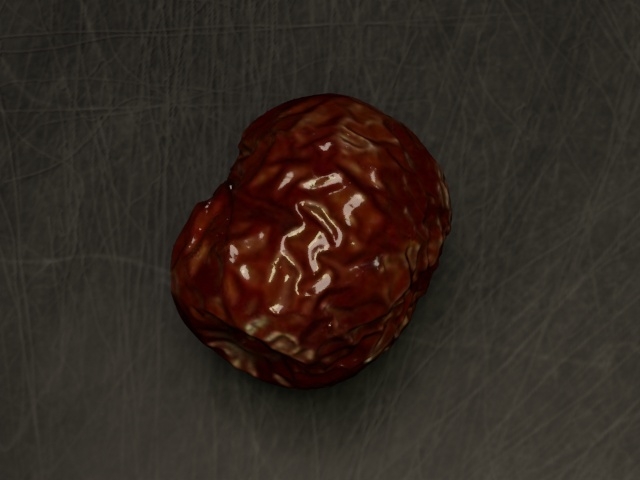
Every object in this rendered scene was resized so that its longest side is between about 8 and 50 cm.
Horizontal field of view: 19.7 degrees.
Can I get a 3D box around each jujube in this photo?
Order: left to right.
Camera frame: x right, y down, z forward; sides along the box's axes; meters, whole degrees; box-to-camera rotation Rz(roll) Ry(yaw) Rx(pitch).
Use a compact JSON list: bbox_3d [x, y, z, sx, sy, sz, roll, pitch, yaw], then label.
[{"bbox_3d":[0.000,0.000,1.483,0.213,0.213,0.232,20,65,16],"label":"jujube"}]
